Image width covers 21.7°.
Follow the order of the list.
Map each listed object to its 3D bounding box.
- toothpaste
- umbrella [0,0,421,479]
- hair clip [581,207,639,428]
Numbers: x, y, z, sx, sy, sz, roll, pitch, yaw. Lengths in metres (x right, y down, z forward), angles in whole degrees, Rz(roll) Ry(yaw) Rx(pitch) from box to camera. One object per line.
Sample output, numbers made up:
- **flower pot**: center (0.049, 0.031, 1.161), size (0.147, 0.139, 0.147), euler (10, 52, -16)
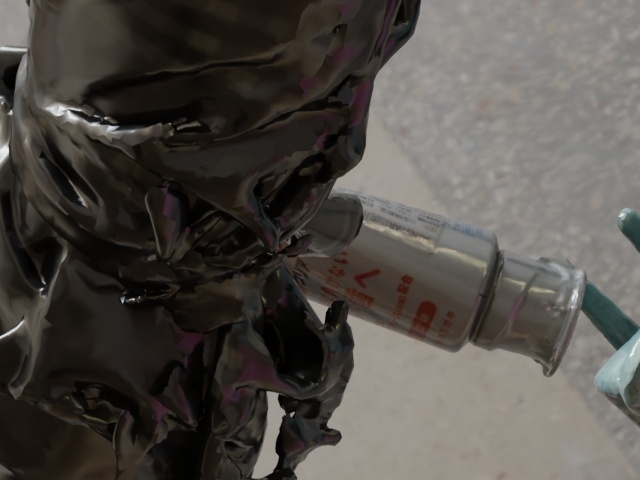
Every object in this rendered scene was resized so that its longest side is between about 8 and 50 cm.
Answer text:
- **toothpaste**: center (0.000, 0.000, 0.746), size (0.234, 0.057, 0.089), euler (19, 151, 2)
- **umbrella**: center (-0.032, -0.041, 0.437), size (0.154, 0.128, 0.337), euler (-107, 26, -43)
- **hair clip**: center (0.332, 0.031, 1.093), size (0.392, 0.238, 0.318), euler (42, 90, -22)
